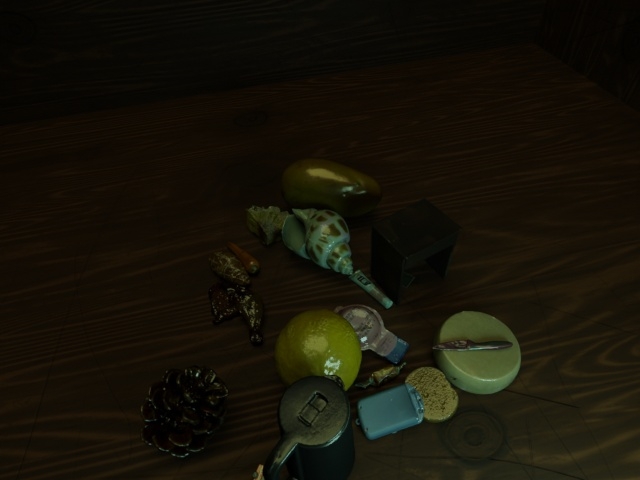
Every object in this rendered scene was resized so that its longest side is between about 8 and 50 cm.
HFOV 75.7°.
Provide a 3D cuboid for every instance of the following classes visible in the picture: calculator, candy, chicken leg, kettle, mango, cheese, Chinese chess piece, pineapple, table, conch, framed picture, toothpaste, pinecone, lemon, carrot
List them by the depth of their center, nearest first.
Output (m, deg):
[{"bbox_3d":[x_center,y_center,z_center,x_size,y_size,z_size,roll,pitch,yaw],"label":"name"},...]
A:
[{"bbox_3d":[-0.037,0.516,1.071,0.261,0.308,0.203,-20,47,-15],"label":"kettle"},{"bbox_3d":[-0.381,0.479,1.176,0.243,0.309,0.244,20,47,-23],"label":"pinecone"},{"bbox_3d":[0.201,0.504,1.217,0.210,0.039,0.121,-23,47,6],"label":"calculator"},{"bbox_3d":[-0.007,0.345,1.256,0.292,0.293,0.293,-2,46,3],"label":"lemon"},{"bbox_3d":[0.197,0.433,1.309,0.181,0.053,0.047,-20,55,-12],"label":"candy"},{"bbox_3d":[0.496,0.355,1.322,0.272,0.102,0.274,-1,46,1],"label":"Chinese chess piece"},{"bbox_3d":[0.159,0.314,1.409,0.285,0.074,0.189,27,54,22],"label":"cheese"},{"bbox_3d":[0.332,0.046,1.495,0.250,0.282,0.196,-26,50,-20],"label":"table"},{"bbox_3d":[-0.301,0.251,1.514,0.322,0.083,0.178,21,60,25],"label":"chicken leg"},{"bbox_3d":[0.190,0.182,1.560,0.056,0.036,0.205,-29,47,-22],"label":"toothpaste"},{"bbox_3d":[0.313,0.144,1.603,0.089,0.007,0.066,28,54,27],"label":"framed picture"},{"bbox_3d":[0.000,-0.001,1.635,0.249,0.197,0.368,-38,36,5],"label":"conch"},{"bbox_3d":[-0.324,0.067,1.708,0.061,0.061,0.256,-31,42,-23],"label":"carrot"},{"bbox_3d":[0.045,-0.219,1.776,0.444,0.300,0.233,7,68,11],"label":"mango"},{"bbox_3d":[-0.217,-0.069,1.781,0.236,0.115,0.186,8,47,9],"label":"pineapple"}]

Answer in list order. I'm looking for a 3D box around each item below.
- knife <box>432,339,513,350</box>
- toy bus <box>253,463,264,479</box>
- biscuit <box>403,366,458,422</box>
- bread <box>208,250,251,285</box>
[{"bbox_3d":[0.468,0.322,1.272,0.246,0.018,0.036,-2,49,3],"label":"knife"},{"bbox_3d":[-0.171,0.674,1.123,0.043,0.031,0.110,13,48,8],"label":"toy bus"},{"bbox_3d":[0.327,0.476,1.259,0.170,0.050,0.171,-7,49,8],"label":"biscuit"},{"bbox_3d":[-0.369,0.105,1.635,0.232,0.076,0.105,31,92,26],"label":"bread"}]
